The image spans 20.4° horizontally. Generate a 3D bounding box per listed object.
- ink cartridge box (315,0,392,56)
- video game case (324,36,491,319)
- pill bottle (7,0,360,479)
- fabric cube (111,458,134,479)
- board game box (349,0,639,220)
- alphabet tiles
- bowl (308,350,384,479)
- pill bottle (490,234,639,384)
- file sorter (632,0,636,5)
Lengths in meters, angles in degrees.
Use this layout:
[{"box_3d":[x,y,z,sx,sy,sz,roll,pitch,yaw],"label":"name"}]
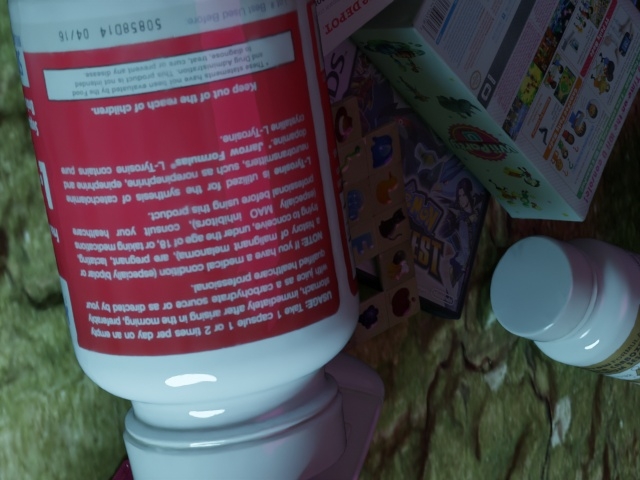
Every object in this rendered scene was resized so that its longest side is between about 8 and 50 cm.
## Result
[{"box_3d":[-0.034,-0.253,1.478,0.128,0.127,0.176,-42,122,-35],"label":"ink cartridge box"},{"box_3d":[0.067,-0.082,1.657,0.275,0.035,0.248,24,76,-43],"label":"video game case"},{"box_3d":[-0.093,-0.020,1.367,0.229,0.229,0.408,-21,108,-42],"label":"pill bottle"},{"box_3d":[-0.067,0.360,1.403,0.258,0.259,0.254,52,60,-34],"label":"fabric cube"},{"box_3d":[0.177,-0.192,1.669,0.303,0.097,0.224,44,63,-36],"label":"board game box"},{"box_3d":[0.000,0.000,1.565,0.198,0.009,0.237,-26,122,-30],"label":"alphabet tiles"},{"box_3d":[-0.002,0.167,1.581,0.142,0.053,0.142,19,91,-46],"label":"bowl"},{"box_3d":[0.283,0.068,1.816,0.229,0.131,0.131,17,81,-44],"label":"pill bottle"},{"box_3d":[0.348,-0.263,1.803,0.118,0.170,0.104,12,92,-67],"label":"file sorter"}]
